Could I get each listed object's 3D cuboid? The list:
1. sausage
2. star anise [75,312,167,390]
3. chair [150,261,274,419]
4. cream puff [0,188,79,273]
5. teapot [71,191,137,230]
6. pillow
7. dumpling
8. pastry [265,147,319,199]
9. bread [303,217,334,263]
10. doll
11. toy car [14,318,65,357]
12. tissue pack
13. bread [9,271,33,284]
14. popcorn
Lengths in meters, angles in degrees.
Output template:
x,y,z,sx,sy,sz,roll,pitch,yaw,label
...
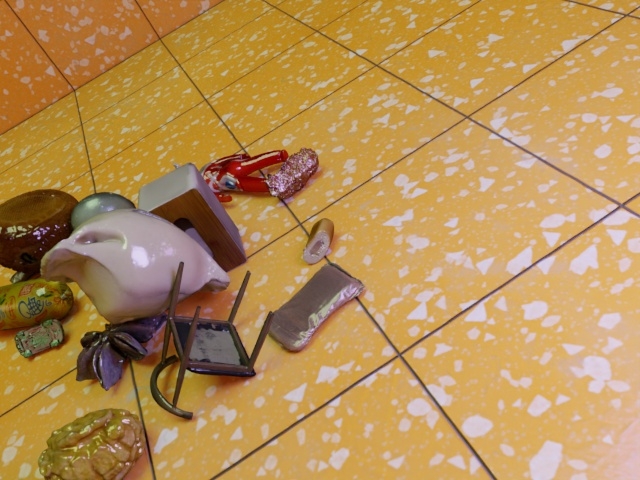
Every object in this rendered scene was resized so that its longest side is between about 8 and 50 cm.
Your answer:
x,y,z,sx,sy,sz,roll,pitch,yaw,label
-0.803,0.173,1.603,0.347,0.123,0.123,-11,42,23,sausage
-0.455,0.234,1.353,0.229,0.093,0.236,13,51,47,star anise
-0.225,0.204,1.193,0.188,0.166,0.272,53,126,52,chair
-0.830,-0.018,1.762,0.303,0.212,0.303,-5,33,4,cream puff
-0.588,-0.006,1.640,0.184,0.183,0.250,-26,50,5,teapot
-0.018,0.134,1.229,0.211,0.034,0.135,-42,44,-13,pillow
-0.406,0.066,1.298,0.316,0.395,0.233,-21,66,52,dumpling
-0.074,-0.170,1.561,0.169,0.087,0.063,-42,6,-15,pastry
0.000,0.001,1.346,0.062,0.049,0.103,-34,29,44,bread
-0.280,-0.178,1.695,0.384,0.099,0.188,0,45,23,doll
-0.711,0.247,1.517,0.142,0.069,0.055,-21,0,10,toy car
-0.307,-0.035,1.423,0.159,0.246,0.136,-28,38,4,tissue pack
-0.902,0.105,1.812,0.047,0.036,0.083,27,66,42,bread
-0.434,0.396,1.107,0.194,0.140,0.163,-17,23,11,popcorn
